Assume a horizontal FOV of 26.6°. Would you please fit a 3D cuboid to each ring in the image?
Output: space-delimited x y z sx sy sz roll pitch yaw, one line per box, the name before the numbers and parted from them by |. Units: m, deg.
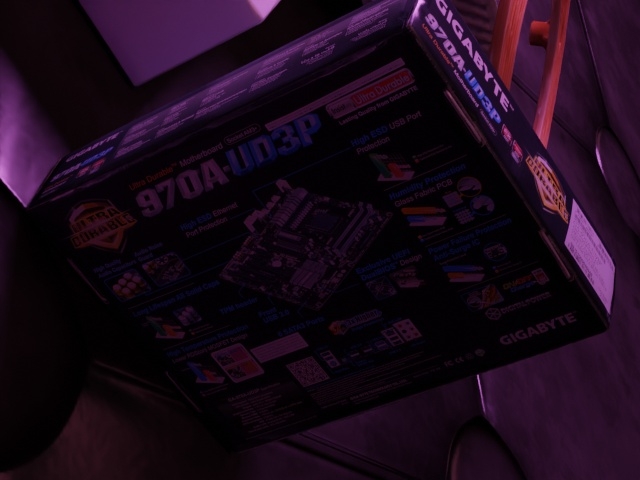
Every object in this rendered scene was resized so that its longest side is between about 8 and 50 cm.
ring | 0.153 -0.127 1.063 0.336 0.032 0.336 9 90 -75

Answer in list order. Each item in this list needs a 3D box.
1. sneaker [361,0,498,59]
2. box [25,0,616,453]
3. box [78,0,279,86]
sneaker | 0.052 -0.279 0.993 0.366 0.135 0.150 78 -1 -54
box | 0.000 0.000 0.632 0.175 0.220 0.051 52 33 -24
box | -0.078 -0.189 0.781 0.130 0.091 0.170 58 28 -17
